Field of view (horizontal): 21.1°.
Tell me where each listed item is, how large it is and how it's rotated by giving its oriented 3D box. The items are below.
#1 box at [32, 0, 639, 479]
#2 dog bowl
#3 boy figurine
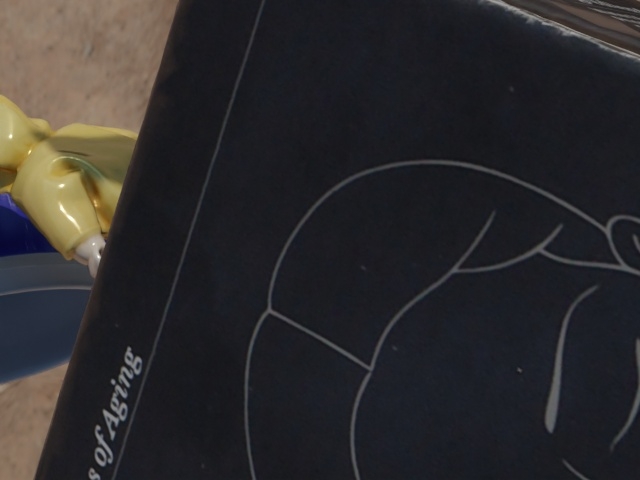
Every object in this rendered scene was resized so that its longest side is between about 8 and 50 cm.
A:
[{"bbox_3d":[0.131,0.161,0.707,0.297,0.471,0.480,2,111,-50],"label":"box"},{"bbox_3d":[-0.295,0.043,1.467,0.265,0.265,0.104,-13,72,-10],"label":"dog bowl"},{"bbox_3d":[-0.161,-0.026,1.272,0.285,0.177,0.092,21,119,-1],"label":"boy figurine"}]
